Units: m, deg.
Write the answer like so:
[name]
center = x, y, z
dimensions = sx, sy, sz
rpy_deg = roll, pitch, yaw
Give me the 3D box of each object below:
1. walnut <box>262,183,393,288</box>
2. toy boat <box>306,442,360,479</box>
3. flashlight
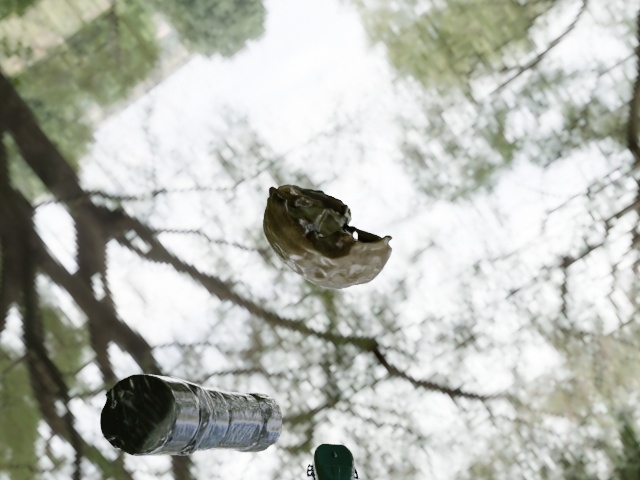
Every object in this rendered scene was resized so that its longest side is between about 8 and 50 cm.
[walnut]
center = -0.007, -0.001, 2.296
dimensions = 0.238, 0.204, 0.141
rpy_deg = 43, -66, 55
[toy boat]
center = 0.022, 0.427, 2.229
dimensions = 0.091, 0.110, 0.175
rpy_deg = 4, -158, -4
[flashlight]
center = -0.147, 0.226, 1.695
dimensions = 0.103, 0.103, 0.424
rpy_deg = -34, 164, 10
